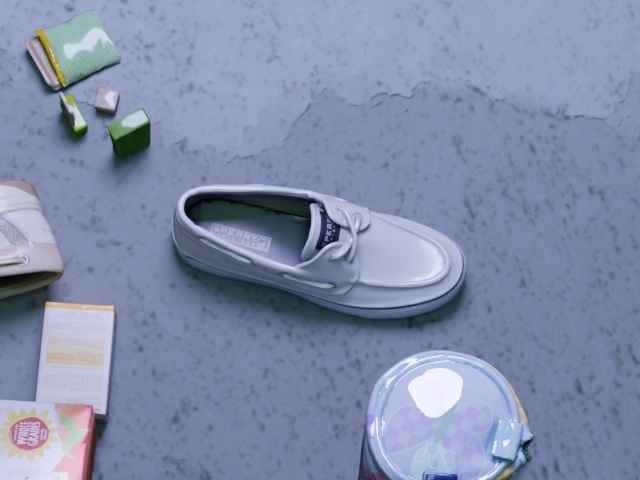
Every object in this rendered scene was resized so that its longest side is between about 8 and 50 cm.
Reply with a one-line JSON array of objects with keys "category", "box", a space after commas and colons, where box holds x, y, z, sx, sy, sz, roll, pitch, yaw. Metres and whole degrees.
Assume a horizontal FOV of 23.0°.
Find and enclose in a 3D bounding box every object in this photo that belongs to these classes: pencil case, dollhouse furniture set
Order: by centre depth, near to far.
[{"category": "pencil case", "box": [0.091, 0.181, 1.247, 0.124, 0.273, 0.113, 3, 66, -1]}, {"category": "dollhouse furniture set", "box": [-0.210, -0.150, 1.441, 0.076, 0.058, 0.152, -27, 76, -11]}]

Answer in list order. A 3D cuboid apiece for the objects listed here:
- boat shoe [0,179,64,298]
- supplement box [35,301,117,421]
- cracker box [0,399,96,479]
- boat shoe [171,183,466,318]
[{"category": "boat shoe", "box": [-0.371, 0.046, 1.349, 0.302, 0.109, 0.098, -22, 74, -15]}, {"category": "supplement box", "box": [-0.212, 0.106, 1.373, 0.062, 0.036, 0.098, 4, 73, -2]}, {"category": "cracker box", "box": [-0.309, 0.210, 1.299, 0.232, 0.067, 0.156, 4, 54, -2]}, {"category": "boat shoe", "box": [0.000, 0.000, 1.391, 0.267, 0.088, 0.096, 15, 72, 2]}]
